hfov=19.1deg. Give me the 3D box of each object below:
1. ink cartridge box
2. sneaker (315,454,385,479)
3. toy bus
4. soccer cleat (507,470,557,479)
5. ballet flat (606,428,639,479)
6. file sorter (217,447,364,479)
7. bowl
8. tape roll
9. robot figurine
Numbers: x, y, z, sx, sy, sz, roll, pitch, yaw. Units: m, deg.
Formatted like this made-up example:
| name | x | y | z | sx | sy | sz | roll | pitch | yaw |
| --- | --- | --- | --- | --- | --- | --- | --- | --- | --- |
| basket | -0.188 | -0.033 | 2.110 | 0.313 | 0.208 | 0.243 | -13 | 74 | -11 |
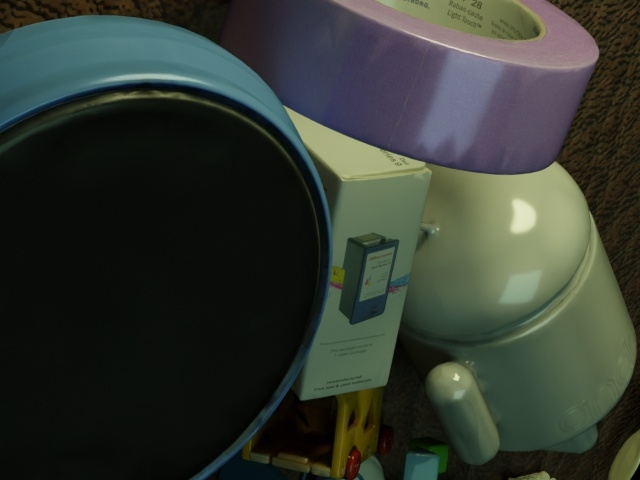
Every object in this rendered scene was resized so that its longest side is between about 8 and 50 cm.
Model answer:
| name | x | y | z | sx | sy | sz | roll | pitch | yaw |
| --- | --- | --- | --- | --- | --- | --- | --- | --- | --- |
| ink cartridge box | 0.000 | 0.000 | 1.575 | 0.093 | 0.154 | 0.212 | -7 | 124 | -31 |
| sneaker | 0.049 | 0.295 | 1.859 | 0.080 | 0.094 | 0.212 | -23 | 130 | -21 |
| toy bus | 0.008 | 0.142 | 1.687 | 0.191 | 0.202 | 0.104 | 2 | 101 | -28 |
| soccer cleat | 0.225 | 0.258 | 2.013 | 0.083 | 0.029 | 0.036 | 29 | 91 | -48 |
| ballet flat | 0.367 | 0.299 | 2.101 | 0.124 | 0.116 | 0.342 | -1 | 121 | -13 |
| file sorter | -0.010 | 0.263 | 1.741 | 0.104 | 0.170 | 0.118 | -5 | 122 | -39 |
| bowl | -0.164 | 0.041 | 1.294 | 0.391 | 0.077 | 0.391 | -18 | 127 | -25 |
| tape roll | 0.066 | -0.150 | 1.435 | 0.274 | 0.275 | 0.090 | 3 | 118 | -38 |
| robot figurine | 0.163 | 0.049 | 1.699 | 0.353 | 0.199 | 0.300 | 61 | 38 | -44 |
